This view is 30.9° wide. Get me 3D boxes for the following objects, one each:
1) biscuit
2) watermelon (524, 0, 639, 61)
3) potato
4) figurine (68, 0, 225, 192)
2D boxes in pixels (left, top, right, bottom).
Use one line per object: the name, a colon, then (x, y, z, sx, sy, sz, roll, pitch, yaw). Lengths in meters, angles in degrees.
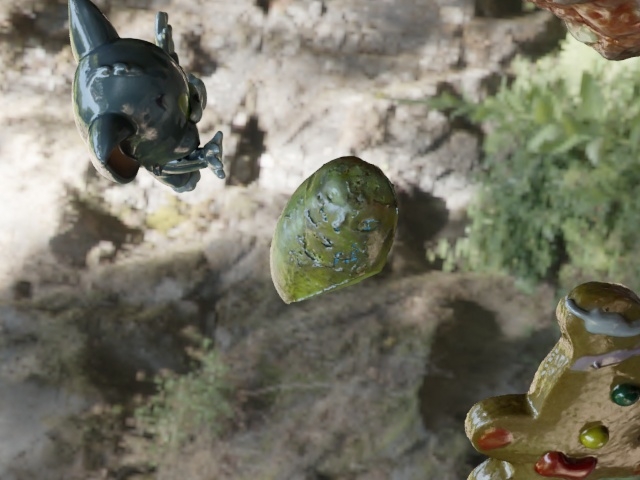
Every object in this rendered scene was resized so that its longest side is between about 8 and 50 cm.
biscuit: (0.319, 0.236, 1.409, 0.432, 0.283, 0.064, -59, 27, 34)
watermelon: (0.089, -0.166, 0.387, 0.193, 0.140, 0.256, -62, -33, -9)
potato: (0.000, 0.000, 1.154, 0.054, 0.119, 0.198, -31, -6, -47)
figurine: (-0.177, -0.132, 1.166, 0.265, 0.140, 0.193, 122, 141, -74)
